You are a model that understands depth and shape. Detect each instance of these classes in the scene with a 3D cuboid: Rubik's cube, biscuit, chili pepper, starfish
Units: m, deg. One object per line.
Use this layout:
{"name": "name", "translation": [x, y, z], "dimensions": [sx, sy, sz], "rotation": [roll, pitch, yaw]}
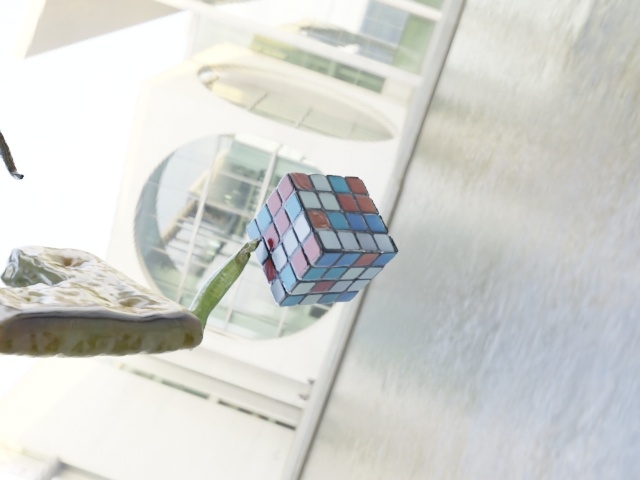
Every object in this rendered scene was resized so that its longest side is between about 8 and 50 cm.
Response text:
{"name": "Rubik's cube", "translation": [0.000, 0.000, 1.202], "dimensions": [0.151, 0.154, 0.155], "rotation": [-51, 52, 39]}
{"name": "biscuit", "translation": [-0.197, 0.041, 0.565], "dimensions": [0.174, 0.183, 0.039], "rotation": [6, -78, -46]}
{"name": "chili pepper", "translation": [-0.163, 0.075, 1.203], "dimensions": [0.208, 0.043, 0.049], "rotation": [-58, 6, 1]}
{"name": "starfish", "translation": [-0.296, -0.103, 0.652], "dimensions": [0.041, 0.133, 0.130], "rotation": [-57, 5, -32]}
